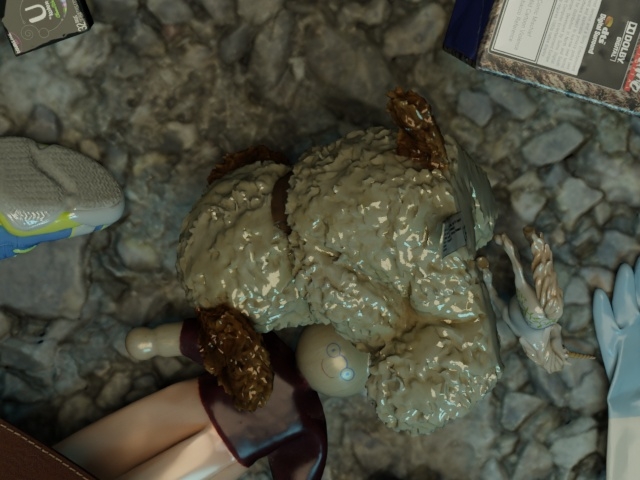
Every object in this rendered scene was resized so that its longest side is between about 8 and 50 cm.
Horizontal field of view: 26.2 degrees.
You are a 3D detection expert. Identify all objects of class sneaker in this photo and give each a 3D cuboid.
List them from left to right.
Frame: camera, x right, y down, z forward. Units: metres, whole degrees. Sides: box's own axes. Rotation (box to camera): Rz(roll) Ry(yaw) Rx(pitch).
[{"bbox_3d":[-0.278,-0.012,1.071,0.240,0.091,0.126,3,135,-17],"label":"sneaker"}]

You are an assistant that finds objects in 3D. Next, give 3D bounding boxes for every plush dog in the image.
[{"bbox_3d":[0.000,0.000,0.999,0.225,0.262,0.210,-13,133,17],"label":"plush dog"}]

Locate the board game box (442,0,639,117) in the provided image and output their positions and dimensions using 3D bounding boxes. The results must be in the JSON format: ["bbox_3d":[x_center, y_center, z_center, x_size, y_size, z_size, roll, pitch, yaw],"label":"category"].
[{"bbox_3d":[0.270,-0.207,1.032,0.291,0.141,0.232,15,102,-9],"label":"board game box"}]

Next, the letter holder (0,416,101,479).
[{"bbox_3d":[-0.275,0.252,1.045,0.302,0.152,0.214,27,68,13],"label":"letter holder"}]

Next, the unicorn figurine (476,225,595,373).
[{"bbox_3d":[0.171,0.051,1.111,0.060,0.162,0.111,-25,77,6],"label":"unicorn figurine"}]

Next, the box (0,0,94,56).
[{"bbox_3d":[-0.214,-0.190,1.037,0.062,0.052,0.083,-20,106,-1],"label":"box"}]

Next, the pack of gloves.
[{"bbox_3d":[0.329,0.117,1.177,0.195,0.046,0.232,-5,96,0],"label":"pack of gloves"}]

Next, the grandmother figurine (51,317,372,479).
[{"bbox_3d":[-0.076,0.150,1.110,0.342,0.104,0.208,-32,111,5],"label":"grandmother figurine"}]
